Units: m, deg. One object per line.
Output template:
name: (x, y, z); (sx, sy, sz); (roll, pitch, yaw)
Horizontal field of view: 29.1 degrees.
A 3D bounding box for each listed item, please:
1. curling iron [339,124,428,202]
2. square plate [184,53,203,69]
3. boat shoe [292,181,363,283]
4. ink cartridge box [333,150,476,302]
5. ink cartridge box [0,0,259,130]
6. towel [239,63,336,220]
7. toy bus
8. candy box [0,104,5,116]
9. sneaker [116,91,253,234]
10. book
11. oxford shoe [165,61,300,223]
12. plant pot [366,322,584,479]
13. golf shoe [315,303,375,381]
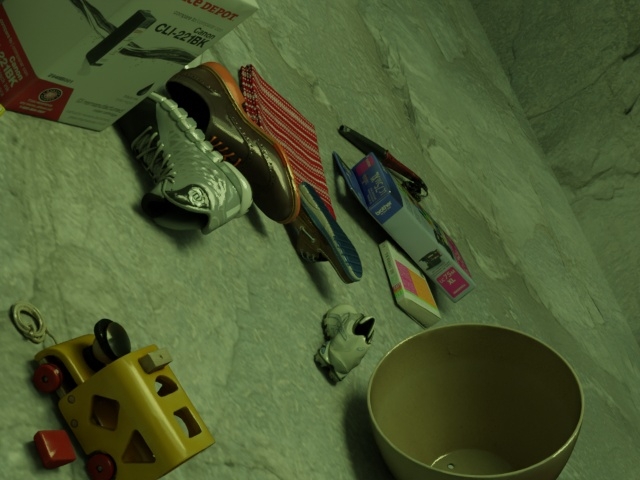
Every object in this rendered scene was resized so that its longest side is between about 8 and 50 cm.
curling iron: (0.130, -0.155, 2.430); (0.274, 0.035, 0.068); (38, 26, -39)
square plate: (-0.283, -0.456, 1.967); (0.347, 0.049, 0.344); (46, 22, -23)
boat shoe: (0.000, 0.000, 1.863); (0.066, 0.066, 0.183); (25, 30, -57)
ink cartridge box: (0.152, -0.040, 2.233); (0.311, 0.065, 0.186); (43, 13, -24)
ink cartridge box: (-0.238, -0.259, 1.445); (0.114, 0.273, 0.197); (62, 22, 17)
towel: (-0.053, -0.160, 2.046); (0.199, 0.031, 0.274); (40, 25, -36)
toy bus: (-0.187, 0.142, 1.182); (0.202, 0.104, 0.191); (40, 25, -36)
candy box: (-0.422, -0.186, 1.279); (0.206, 0.027, 0.105); (48, 24, -17)
sneaker: (-0.201, -0.095, 1.557); (0.229, 0.086, 0.132); (41, 43, 6)
book: (0.152, 0.073, 2.137); (0.096, 0.035, 0.144); (38, 25, -37)
oxford shoe: (-0.131, -0.131, 1.777); (0.098, 0.097, 0.271); (-24, 75, -49)
plant pot: (0.206, 0.276, 1.679); (0.284, 0.284, 0.191); (-97, -177, -52)
golf shoe: (0.050, 0.131, 1.749); (0.069, 0.086, 0.176); (47, 20, -16)
